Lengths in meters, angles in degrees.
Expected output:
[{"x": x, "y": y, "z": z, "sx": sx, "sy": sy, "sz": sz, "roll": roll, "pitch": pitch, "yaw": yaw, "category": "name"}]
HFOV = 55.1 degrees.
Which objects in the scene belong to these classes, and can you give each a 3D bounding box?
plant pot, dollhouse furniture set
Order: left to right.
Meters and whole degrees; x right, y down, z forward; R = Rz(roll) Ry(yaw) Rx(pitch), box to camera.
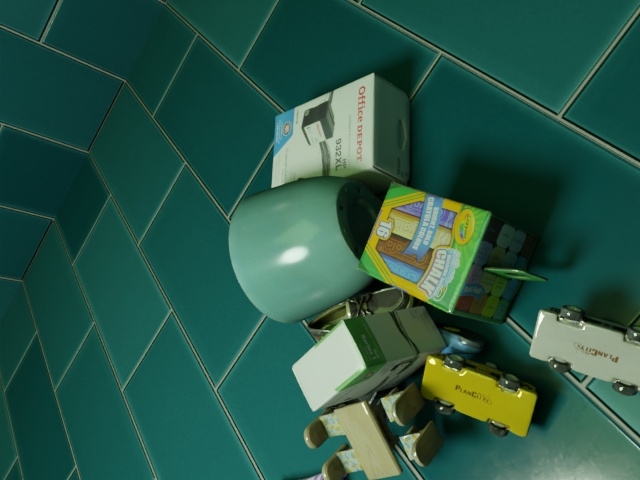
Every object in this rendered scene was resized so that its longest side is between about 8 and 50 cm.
[{"x": 0.000, "y": 0.000, "z": 1.252, "sx": 0.235, "sy": 0.293, "sz": 0.292, "roll": -22, "pitch": 63, "yaw": 36, "category": "plant pot"}, {"x": 0.093, "y": 0.400, "z": 1.051, "sx": 0.212, "sy": 0.161, "sz": 0.242, "roll": -27, "pitch": 89, "yaw": 36, "category": "dollhouse furniture set"}]

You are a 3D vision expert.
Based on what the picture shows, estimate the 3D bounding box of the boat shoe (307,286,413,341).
[{"x": 0.072, "y": 0.145, "z": 1.188, "sx": 0.224, "sy": 0.073, "sz": 0.080, "roll": -28, "pitch": 47, "yaw": 27, "category": "boat shoe"}]

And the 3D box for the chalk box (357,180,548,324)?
[{"x": 0.245, "y": 0.032, "z": 1.076, "sx": 0.289, "sy": 0.180, "sz": 0.179, "roll": 26, "pitch": 96, "yaw": 47, "category": "chalk box"}]

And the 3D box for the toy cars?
[{"x": 0.349, "y": 0.204, "z": 0.986, "sx": 0.394, "sy": 0.087, "sz": 0.176, "roll": -30, "pitch": 84, "yaw": 31, "category": "toy cars"}]

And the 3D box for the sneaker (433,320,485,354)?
[{"x": 0.211, "y": 0.193, "z": 1.143, "sx": 0.209, "sy": 0.069, "sz": 0.082, "roll": 8, "pitch": 90, "yaw": 47, "category": "sneaker"}]

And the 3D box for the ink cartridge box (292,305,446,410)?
[{"x": 0.088, "y": 0.201, "z": 1.066, "sx": 0.160, "sy": 0.219, "sz": 0.092, "roll": -49, "pitch": 58, "yaw": 37, "category": "ink cartridge box"}]

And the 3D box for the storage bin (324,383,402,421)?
[{"x": 0.062, "y": 0.293, "z": 1.242, "sx": 0.180, "sy": 0.084, "sz": 0.122, "roll": 36, "pitch": 103, "yaw": 43, "category": "storage bin"}]

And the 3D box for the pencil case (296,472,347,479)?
[{"x": -0.036, "y": 0.525, "z": 1.268, "sx": 0.206, "sy": 0.086, "sz": 0.088, "roll": -27, "pitch": 26, "yaw": 34, "category": "pencil case"}]

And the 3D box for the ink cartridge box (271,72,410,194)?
[{"x": 0.040, "y": -0.209, "z": 1.386, "sx": 0.308, "sy": 0.129, "sz": 0.223, "roll": -13, "pitch": 67, "yaw": 42, "category": "ink cartridge box"}]
